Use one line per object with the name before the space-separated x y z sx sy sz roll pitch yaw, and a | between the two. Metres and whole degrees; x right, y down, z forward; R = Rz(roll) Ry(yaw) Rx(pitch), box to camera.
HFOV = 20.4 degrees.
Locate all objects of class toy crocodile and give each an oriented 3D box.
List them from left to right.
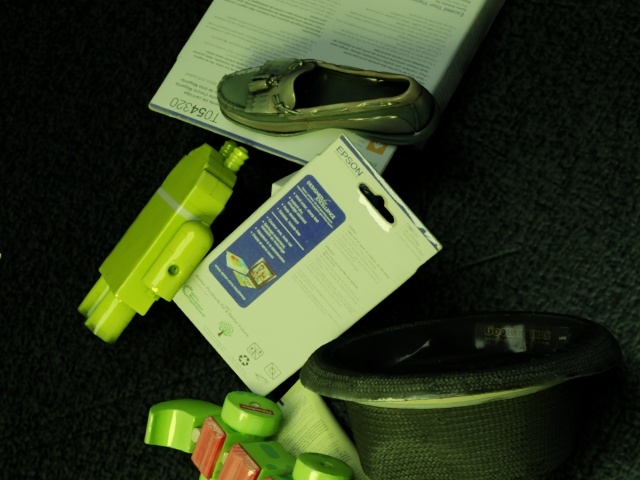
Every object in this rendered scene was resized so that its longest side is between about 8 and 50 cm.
toy crocodile | -0.062 0.262 1.936 0.340 0.105 0.115 35 112 40

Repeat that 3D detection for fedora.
fedora | 0.150 0.176 1.855 0.334 0.334 0.152 -2 101 21

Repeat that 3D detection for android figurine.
android figurine | -0.179 -0.006 2.066 0.056 0.248 0.273 38 88 -16

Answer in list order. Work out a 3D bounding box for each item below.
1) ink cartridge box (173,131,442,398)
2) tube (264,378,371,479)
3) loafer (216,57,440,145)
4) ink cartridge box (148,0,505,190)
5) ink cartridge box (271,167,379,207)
ink cartridge box | -0.011 0.024 1.943 0.165 0.065 0.333 51 128 1
tube | 0.020 0.257 1.971 0.070 0.062 0.240 -24 53 -27
loafer | 0.001 -0.170 2.004 0.268 0.084 0.096 7 65 21
ink cartridge box | 0.011 -0.229 2.122 0.324 0.071 0.330 22 73 27
ink cartridge box | 0.000 0.000 2.026 0.092 0.090 0.143 22 121 28
